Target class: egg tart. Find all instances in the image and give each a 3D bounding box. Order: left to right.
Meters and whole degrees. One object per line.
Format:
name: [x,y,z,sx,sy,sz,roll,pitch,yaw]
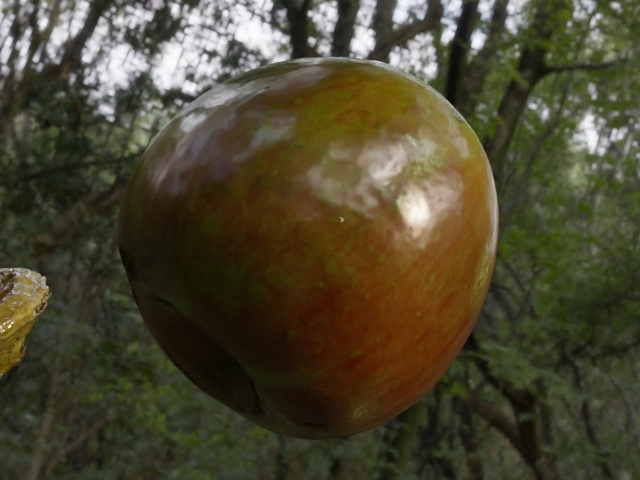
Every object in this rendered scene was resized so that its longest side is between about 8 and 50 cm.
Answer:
egg tart: [-0.404,0.107,1.200,0.241,0.241,0.105,6,-61,42]

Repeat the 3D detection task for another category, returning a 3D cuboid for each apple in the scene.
apple: [0.000,0.000,0.720,0.246,0.226,0.246,38,-22,19]
